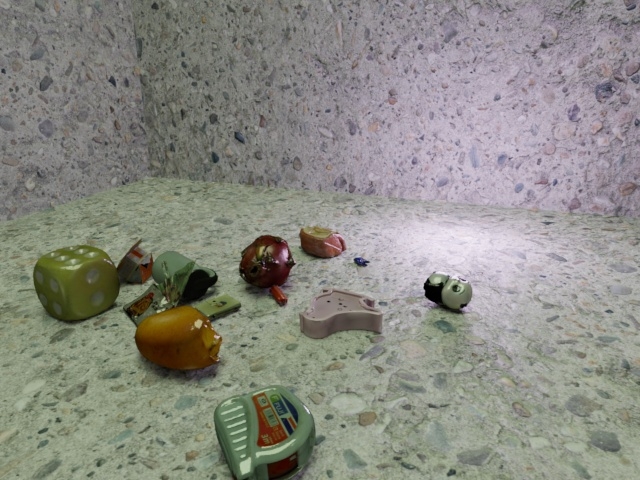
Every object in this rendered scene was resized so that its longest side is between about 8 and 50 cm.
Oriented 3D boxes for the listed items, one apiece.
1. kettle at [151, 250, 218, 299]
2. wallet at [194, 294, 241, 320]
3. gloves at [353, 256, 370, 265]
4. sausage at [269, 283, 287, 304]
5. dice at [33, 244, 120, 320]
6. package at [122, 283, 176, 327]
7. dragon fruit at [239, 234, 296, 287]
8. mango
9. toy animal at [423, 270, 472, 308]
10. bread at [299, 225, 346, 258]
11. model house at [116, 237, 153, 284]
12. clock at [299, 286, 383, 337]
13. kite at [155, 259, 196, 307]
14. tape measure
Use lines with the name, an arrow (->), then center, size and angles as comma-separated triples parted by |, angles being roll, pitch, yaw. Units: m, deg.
kettle -> -0.559, 0.148, 2.083 | 0.237, 0.161, 0.221 | 20, 18, 42
wallet -> -0.404, 0.265, 1.925 | 0.155, 0.039, 0.110 | -18, 30, -41
gloves -> 0.203, 0.103, 2.402 | 0.064, 0.026, 0.086 | -9, 21, -29
sausage -> -0.168, 0.227, 2.020 | 0.048, 0.050, 0.145 | 37, 0, -30
dice -> -0.956, 0.162, 1.926 | 0.238, 0.233, 0.227 | 11, 23, 31
package -> -0.661, 0.259, 1.896 | 0.154, 0.030, 0.239 | -39, 41, -21
dragon fruit -> -0.231, 0.092, 2.143 | 0.251, 0.250, 0.315 | -3, 2, -9
mango -> -0.472, 0.308, 1.592 | 0.350, 0.201, 0.199 | 2, -9, 29
toy animal -> 0.522, 0.195, 1.973 | 0.179, 0.138, 0.166 | 10, 38, 40
bread -> -0.009, 0.003, 2.546 | 0.244, 0.122, 0.190 | 14, 25, 38
model house -> -0.821, 0.120, 2.209 | 0.136, 0.207, 0.219 | 35, 15, -11
clock -> 0.087, 0.280, 1.820 | 0.291, 0.080, 0.275 | 8, 21, 25
kite -> -0.609, 0.190, 1.956 | 0.323, 0.013, 0.267 | -31, 55, 18
tape measure -> -0.136, 0.480, 1.188 | 0.246, 0.125, 0.243 | -12, 29, -22
